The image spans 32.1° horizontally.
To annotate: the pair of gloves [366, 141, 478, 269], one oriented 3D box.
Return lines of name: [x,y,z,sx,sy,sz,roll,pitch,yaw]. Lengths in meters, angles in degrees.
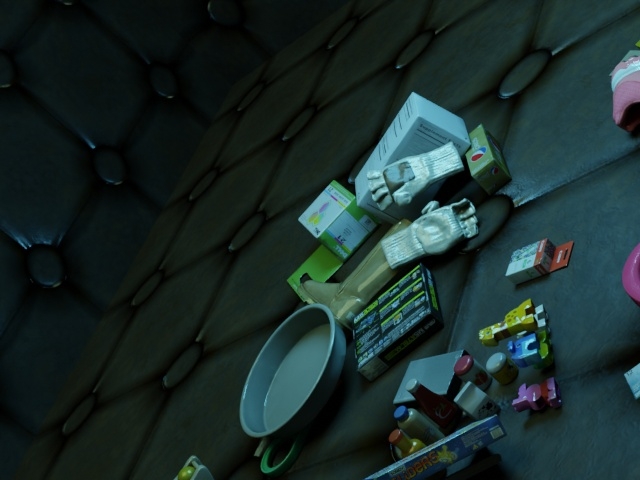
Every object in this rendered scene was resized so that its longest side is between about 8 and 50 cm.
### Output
pair of gloves: [0.203,-0.073,2.235,0.204,0.042,0.240,-19,60,17]

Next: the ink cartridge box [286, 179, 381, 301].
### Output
ink cartridge box: [0.000,0.000,2.601,0.255,0.097,0.189,-46,21,0]

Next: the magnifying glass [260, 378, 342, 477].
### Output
magnifying glass: [-0.036,0.357,2.148,0.231,0.026,0.092,-51,21,-11]

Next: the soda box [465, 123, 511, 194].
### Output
soda box: [0.341,-0.168,2.296,0.058,0.061,0.181,-39,22,20]

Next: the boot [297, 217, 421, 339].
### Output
boot: [0.095,0.062,2.338,0.269,0.089,0.236,-49,34,0]

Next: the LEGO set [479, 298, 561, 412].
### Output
LEGO set: [0.302,0.167,1.727,0.093,0.087,0.227,-24,27,20]

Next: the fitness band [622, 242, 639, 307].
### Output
fitness band: [0.551,0.028,1.577,0.209,0.054,0.291,-53,21,-7]

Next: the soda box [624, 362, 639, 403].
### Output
soda box: [0.490,0.155,1.446,0.183,0.063,0.058,-41,22,17]

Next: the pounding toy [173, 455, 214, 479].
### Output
pounding toy: [-0.323,0.539,2.194,0.269,0.154,0.155,-50,22,-9]

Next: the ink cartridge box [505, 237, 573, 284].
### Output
ink cartridge box: [0.378,0.031,1.922,0.115,0.029,0.063,-26,30,44]

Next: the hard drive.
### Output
hard drive: [0.192,0.240,1.920,0.135,0.022,0.094,-21,34,49]

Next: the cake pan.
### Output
cake pan: [-0.050,0.263,2.187,0.293,0.054,0.293,-43,27,28]

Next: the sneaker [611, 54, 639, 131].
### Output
sneaker: [0.627,-0.274,1.911,0.314,0.116,0.136,-29,37,54]

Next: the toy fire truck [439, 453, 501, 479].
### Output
toy fire truck: [0.191,0.384,1.541,0.217,0.158,0.246,-20,45,51]

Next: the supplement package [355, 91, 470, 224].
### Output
supplement package: [0.195,-0.167,2.387,0.244,0.139,0.134,-56,17,24]

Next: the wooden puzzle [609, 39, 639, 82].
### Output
wooden puzzle: [0.604,-0.344,2.172,0.116,0.014,0.078,-47,17,1]

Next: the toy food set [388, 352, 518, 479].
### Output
toy food set: [0.199,0.254,1.768,0.232,0.104,0.111,-50,21,-7]

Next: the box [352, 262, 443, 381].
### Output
box: [0.144,0.156,2.132,0.190,0.045,0.184,-41,20,18]

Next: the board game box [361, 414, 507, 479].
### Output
board game box: [0.164,0.321,1.634,0.201,0.035,0.136,-25,-10,-13]
